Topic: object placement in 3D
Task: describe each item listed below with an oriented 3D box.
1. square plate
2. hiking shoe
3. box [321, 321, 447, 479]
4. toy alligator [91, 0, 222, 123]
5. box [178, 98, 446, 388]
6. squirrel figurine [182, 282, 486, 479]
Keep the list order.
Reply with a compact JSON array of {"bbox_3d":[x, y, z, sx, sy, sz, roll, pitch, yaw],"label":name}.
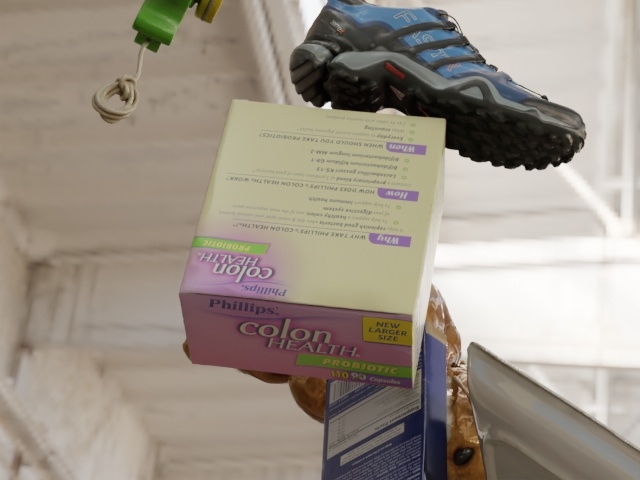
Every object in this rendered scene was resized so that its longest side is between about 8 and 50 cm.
[{"bbox_3d":[0.266,0.283,1.500,0.344,0.049,0.347,34,-25,33],"label":"square plate"},{"bbox_3d":[0.126,-0.171,1.656,0.304,0.132,0.113,20,-23,5],"label":"hiking shoe"},{"bbox_3d":[0.058,0.196,1.553,0.136,0.225,0.036,-33,-56,33],"label":"box"},{"bbox_3d":[-0.081,-0.150,0.955,0.056,0.190,0.051,26,-34,-7],"label":"toy alligator"},{"bbox_3d":[0.000,0.000,1.579,0.213,0.243,0.117,6,-39,8],"label":"box"},{"bbox_3d":[0.096,0.152,1.872,0.370,0.281,0.397,40,-3,15],"label":"squirrel figurine"}]
